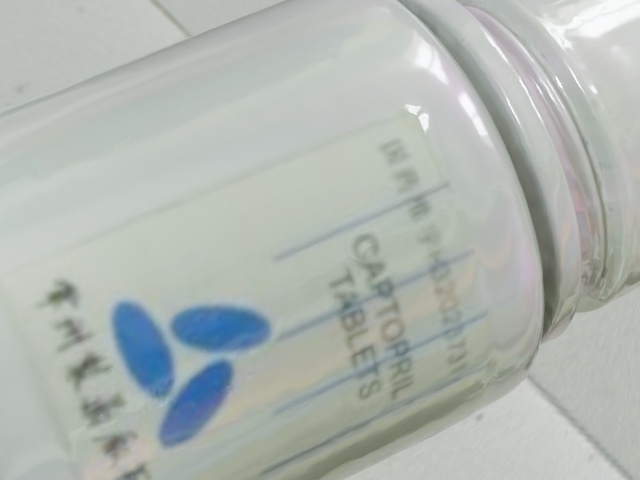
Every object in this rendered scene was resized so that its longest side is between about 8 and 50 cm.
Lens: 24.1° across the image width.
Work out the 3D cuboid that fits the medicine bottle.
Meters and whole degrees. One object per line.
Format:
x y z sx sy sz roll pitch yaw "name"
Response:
-0.011 0.002 0.544 0.293 0.170 0.170 -25 83 -18 "medicine bottle"
